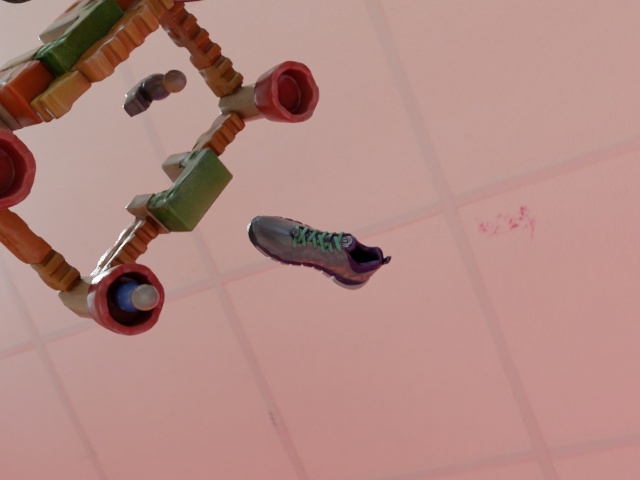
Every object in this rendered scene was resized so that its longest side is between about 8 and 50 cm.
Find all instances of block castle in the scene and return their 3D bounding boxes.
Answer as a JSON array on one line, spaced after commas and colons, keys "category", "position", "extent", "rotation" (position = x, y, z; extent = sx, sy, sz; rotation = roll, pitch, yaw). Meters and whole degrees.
[{"category": "block castle", "position": [-0.216, -0.141, 0.986], "extent": [0.213, 0.453, 0.303], "rotation": [-1, -44, 49]}]

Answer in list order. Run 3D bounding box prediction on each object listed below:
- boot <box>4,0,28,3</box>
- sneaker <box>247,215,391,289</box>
[{"category": "boot", "position": [-0.410, -0.359, 0.855], "extent": [0.246, 0.083, 0.161], "rotation": [34, -36, 15]}, {"category": "sneaker", "position": [0.000, 0.000, 1.251], "extent": [0.224, 0.083, 0.098], "rotation": [22, -36, -23]}]
